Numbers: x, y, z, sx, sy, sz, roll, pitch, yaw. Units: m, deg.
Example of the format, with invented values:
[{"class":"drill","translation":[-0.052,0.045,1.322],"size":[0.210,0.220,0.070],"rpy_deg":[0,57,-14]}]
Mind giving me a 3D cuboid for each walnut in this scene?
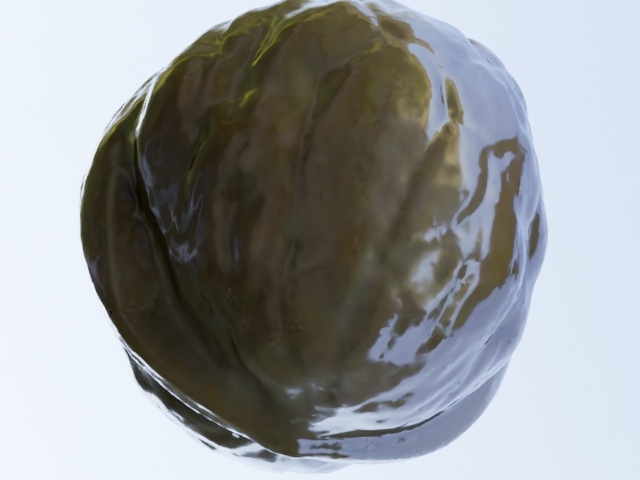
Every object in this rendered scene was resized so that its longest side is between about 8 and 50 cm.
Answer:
[{"class":"walnut","translation":[0.000,0.000,0.915],"size":[0.296,0.285,0.285],"rpy_deg":[-42,-138,53]}]
